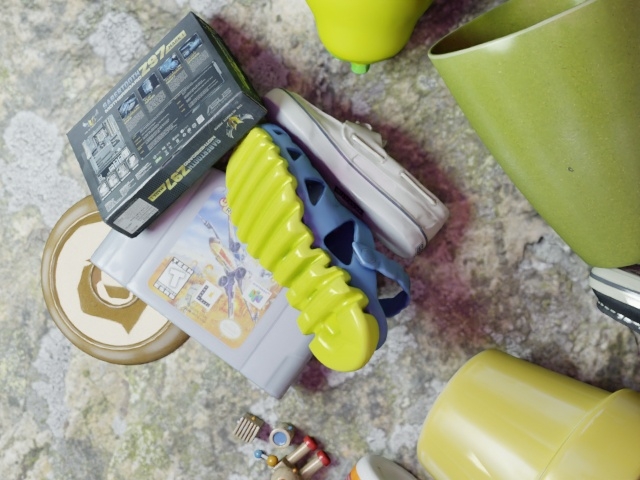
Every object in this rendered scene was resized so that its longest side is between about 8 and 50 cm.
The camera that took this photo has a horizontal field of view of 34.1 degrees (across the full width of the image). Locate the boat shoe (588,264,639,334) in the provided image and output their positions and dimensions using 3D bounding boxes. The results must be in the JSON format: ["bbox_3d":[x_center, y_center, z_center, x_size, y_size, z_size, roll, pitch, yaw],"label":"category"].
[{"bbox_3d":[0.499,0.191,1.142,0.500,0.187,0.156,35,104,9],"label":"boat shoe"}]

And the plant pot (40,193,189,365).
[{"bbox_3d":[-0.262,0.050,1.362,0.236,0.032,0.236,1,96,11],"label":"plant pot"}]

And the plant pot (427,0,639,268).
[{"bbox_3d":[0.302,-0.129,1.138,0.275,0.275,0.293,-23,104,12],"label":"plant pot"}]

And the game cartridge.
[{"bbox_3d":[-0.112,0.033,1.299,0.297,0.062,0.198,36,92,3],"label":"game cartridge"}]

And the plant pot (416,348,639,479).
[{"bbox_3d":[0.250,0.249,1.172,0.239,0.254,0.254,33,101,31],"label":"plant pot"}]

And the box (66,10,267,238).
[{"bbox_3d":[-0.193,-0.142,1.270,0.233,0.059,0.183,-42,49,11],"label":"box"}]

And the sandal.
[{"bbox_3d":[0.000,0.000,1.229,0.126,0.138,0.317,-41,73,45],"label":"sandal"}]

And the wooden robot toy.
[{"bbox_3d":[-0.040,0.285,1.315,0.076,0.079,0.173,-44,86,12],"label":"wooden robot toy"}]

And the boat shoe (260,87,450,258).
[{"bbox_3d":[0.044,-0.098,1.262,0.267,0.096,0.088,43,73,9],"label":"boat shoe"}]

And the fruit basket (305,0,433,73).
[{"bbox_3d":[0.075,-0.383,1.155,0.392,0.392,0.283,32,69,7],"label":"fruit basket"}]

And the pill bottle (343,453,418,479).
[{"bbox_3d":[0.037,0.384,1.287,0.121,0.121,0.221,37,100,6],"label":"pill bottle"}]
